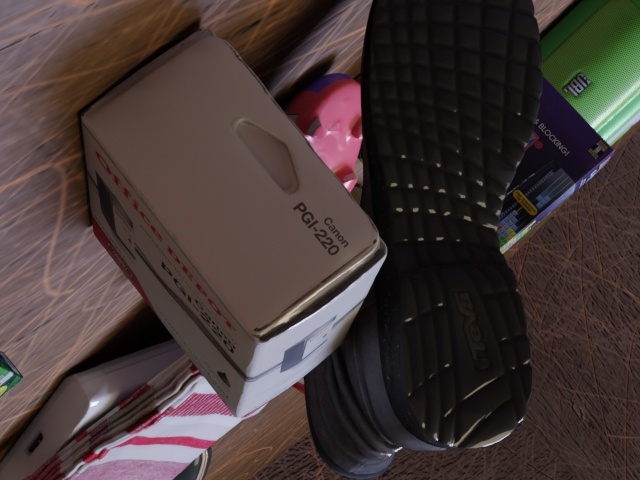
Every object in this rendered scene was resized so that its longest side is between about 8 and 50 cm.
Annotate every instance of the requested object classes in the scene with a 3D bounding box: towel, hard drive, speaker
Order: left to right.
[{"bbox_3d":[-0.135,0.142,1.547,0.307,0.040,0.203,-18,158,-44],"label":"hard drive"},{"bbox_3d":[-0.087,0.135,1.485,0.329,0.037,0.237,-39,164,16],"label":"towel"},{"bbox_3d":[0.272,-0.159,1.742,0.296,0.131,0.131,-44,171,17],"label":"speaker"}]

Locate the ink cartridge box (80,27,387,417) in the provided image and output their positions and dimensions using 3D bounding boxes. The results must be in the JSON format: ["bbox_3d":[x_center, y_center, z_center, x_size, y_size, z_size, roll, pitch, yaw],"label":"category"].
[{"bbox_3d":[-0.054,-0.001,0.967,0.092,0.158,0.218,-36,170,-16],"label":"ink cartridge box"}]

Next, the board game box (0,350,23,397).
[{"bbox_3d":[-0.307,0.155,1.075,0.260,0.030,0.136,-40,169,-7],"label":"board game box"}]

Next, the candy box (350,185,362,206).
[{"bbox_3d":[0.000,0.000,1.584,0.109,0.053,0.187,-41,171,8],"label":"candy box"}]

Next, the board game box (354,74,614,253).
[{"bbox_3d":[0.110,-0.078,1.278,0.141,0.170,0.048,-41,170,-10],"label":"board game box"}]

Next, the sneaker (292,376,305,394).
[{"bbox_3d":[0.005,0.105,1.940,0.128,0.087,0.221,-53,-156,3],"label":"sneaker"}]

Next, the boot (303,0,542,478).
[{"bbox_3d":[0.043,-0.019,1.112,0.118,0.338,0.223,9,168,-18],"label":"boot"}]

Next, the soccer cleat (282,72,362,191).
[{"bbox_3d":[-0.047,-0.023,1.223,0.083,0.095,0.248,-3,128,-43],"label":"soccer cleat"}]

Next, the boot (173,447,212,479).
[{"bbox_3d":[-0.231,0.316,2.107,0.198,0.077,0.137,-48,165,31],"label":"boot"}]
